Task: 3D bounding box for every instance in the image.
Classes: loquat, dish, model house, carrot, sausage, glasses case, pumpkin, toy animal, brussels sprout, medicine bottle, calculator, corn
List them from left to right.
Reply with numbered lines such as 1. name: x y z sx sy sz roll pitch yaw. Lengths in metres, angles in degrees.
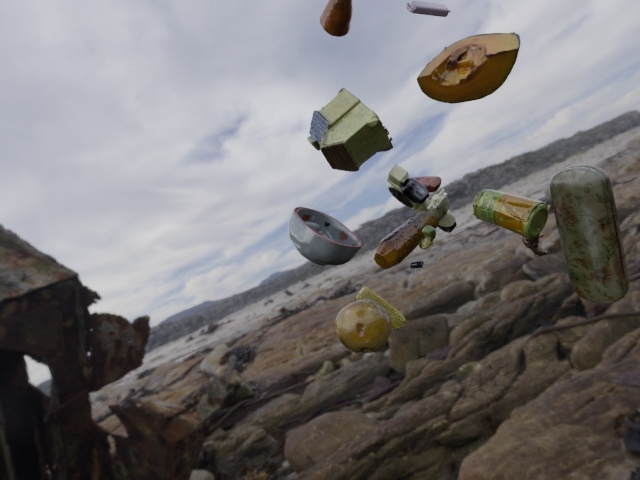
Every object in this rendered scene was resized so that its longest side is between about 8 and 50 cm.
1. dish: 0.000 0.000 1.537 0.117 0.256 0.256 -61 -19 18
2. carrot: 0.092 -1.111 2.197 0.159 0.159 0.225 -22 -13 -18
3. model house: 0.108 -0.436 1.931 0.266 0.321 0.261 -39 -40 1
4. loquat: 0.167 0.314 1.720 0.213 0.213 0.213 -24 -6 -3
5. corn: 0.268 0.300 2.039 0.081 0.248 0.081 -49 -13 -15
6. carrot: 0.322 -0.006 1.750 0.302 0.114 0.114 -39 2 -28
7. sausage: 0.523 -0.293 2.429 0.089 0.083 0.300 -44 26 -21
8. brussels sprout: 0.356 -0.011 1.530 0.051 0.046 0.083 -2 -52 -18
9. calculator: 0.423 -0.906 1.801 0.175 0.100 0.032 6 -50 -2
10. pumpkin: 0.472 -0.549 1.480 0.312 0.148 0.169 -9 43 18
11. medicine bottle: 0.629 -0.100 1.557 0.124 0.124 0.239 -21 29 -30
12. toy animal: 0.902 -0.059 1.932 0.114 0.255 0.116 2 42 14
13. glasses case: 0.785 -0.013 1.345 0.098 0.425 0.156 -26 15 -27

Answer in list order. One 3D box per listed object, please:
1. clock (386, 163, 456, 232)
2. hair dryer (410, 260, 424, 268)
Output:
1. clock: 0.479 -0.190 2.167 0.120 0.379 0.276 -52 -17 -8
2. hair dryer: 0.347 0.094 1.700 0.047 0.026 0.083 -11 -1 32
